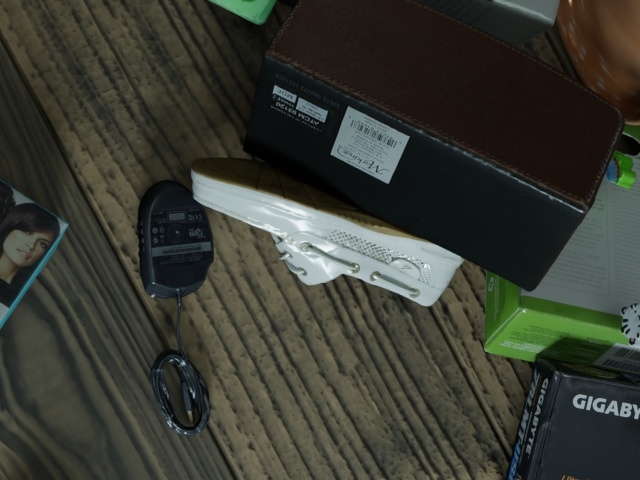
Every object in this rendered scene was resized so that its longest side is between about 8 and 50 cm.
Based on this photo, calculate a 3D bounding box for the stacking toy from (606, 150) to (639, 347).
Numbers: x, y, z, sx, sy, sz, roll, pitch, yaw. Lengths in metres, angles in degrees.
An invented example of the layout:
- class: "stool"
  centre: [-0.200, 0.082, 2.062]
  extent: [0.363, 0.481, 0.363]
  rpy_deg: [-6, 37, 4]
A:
- class: "stacking toy"
  centre: [0.345, 0.020, 1.239]
  extent: [0.167, 0.052, 0.221]
  rpy_deg: [14, 51, -26]

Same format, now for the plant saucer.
- class: "plant saucer"
  centre: [0.288, -0.210, 1.278]
  extent: [0.037, 0.200, 0.200]
  rpy_deg: [-22, 90, -12]

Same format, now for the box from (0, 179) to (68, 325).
- class: "box"
  centre: [-0.326, 0.059, 1.142]
  extent: [0.100, 0.060, 0.244]
  rpy_deg: [33, 58, -8]

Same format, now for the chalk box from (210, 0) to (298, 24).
- class: "chalk box"
  centre: [-0.037, -0.312, 1.247]
  extent: [0.132, 0.132, 0.213]
  rpy_deg: [26, 80, -9]

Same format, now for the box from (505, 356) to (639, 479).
- class: "box"
  centre: [0.318, 0.283, 1.278]
  extent: [0.295, 0.073, 0.293]
  rpy_deg: [12, 98, -12]

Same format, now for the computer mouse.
- class: "computer mouse"
  centre: [-0.138, 0.064, 1.245]
  extent: [0.071, 0.041, 0.242]
  rpy_deg: [-3, 91, -30]

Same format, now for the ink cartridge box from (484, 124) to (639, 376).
- class: "ink cartridge box"
  centre: [0.269, -0.004, 1.316]
  extent: [0.189, 0.097, 0.255]
  rpy_deg: [13, 58, -11]

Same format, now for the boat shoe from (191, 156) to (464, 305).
- class: "boat shoe"
  centre: [0.000, 0.000, 1.248]
  extent: [0.277, 0.098, 0.096]
  rpy_deg: [18, 110, -11]

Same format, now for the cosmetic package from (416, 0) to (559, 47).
- class: "cosmetic package"
  centre: [0.134, -0.287, 1.274]
  extent: [0.184, 0.151, 0.151]
  rpy_deg: [17, 81, -11]

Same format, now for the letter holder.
- class: "letter holder"
  centre: [0.117, -0.132, 1.204]
  extent: [0.302, 0.152, 0.214]
  rpy_deg: [27, 59, 4]
